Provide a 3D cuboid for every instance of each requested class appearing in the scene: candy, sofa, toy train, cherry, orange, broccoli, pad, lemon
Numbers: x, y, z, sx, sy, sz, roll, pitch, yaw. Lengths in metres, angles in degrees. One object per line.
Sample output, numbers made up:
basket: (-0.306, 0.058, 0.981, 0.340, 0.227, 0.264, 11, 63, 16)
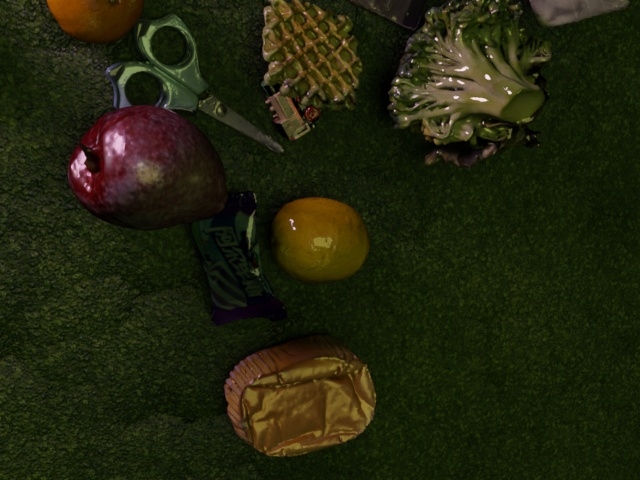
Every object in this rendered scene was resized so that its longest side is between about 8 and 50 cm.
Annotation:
candy: (-0.161, 0.044, 1.557, 0.145, 0.070, 0.275, -13, 112, 0)
sofa: (0.482, -0.543, 1.590, 0.176, 0.225, 0.210, -13, 116, 24)
toy train: (-0.059, -0.258, 1.531, 0.087, 0.050, 0.138, -33, 116, -9)
cherry: (-0.280, -0.113, 1.370, 0.300, 0.230, 0.203, 17, 62, -40)
orange: (-0.358, -0.392, 1.300, 0.159, 0.136, 0.159, -23, 127, -34)
broccoli: (0.295, -0.300, 1.599, 0.334, 0.272, 0.324, 24, 134, -36)
pad: (0.155, -0.535, 1.567, 0.174, 0.022, 0.233, 16, 97, -27)
lemon: (0.000, 0.000, 1.572, 0.207, 0.170, 0.170, 7, 102, -28)

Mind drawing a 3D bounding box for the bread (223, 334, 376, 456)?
bread: (-0.044, 0.306, 1.652, 0.288, 0.156, 0.204, -18, 104, -17)

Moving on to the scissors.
scissors: (-0.203, -0.247, 1.477, 0.360, 0.029, 0.191, 31, 89, -29)

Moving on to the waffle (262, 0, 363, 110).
waffle: (-0.013, -0.330, 1.491, 0.223, 0.054, 0.204, 8, 69, -35)
